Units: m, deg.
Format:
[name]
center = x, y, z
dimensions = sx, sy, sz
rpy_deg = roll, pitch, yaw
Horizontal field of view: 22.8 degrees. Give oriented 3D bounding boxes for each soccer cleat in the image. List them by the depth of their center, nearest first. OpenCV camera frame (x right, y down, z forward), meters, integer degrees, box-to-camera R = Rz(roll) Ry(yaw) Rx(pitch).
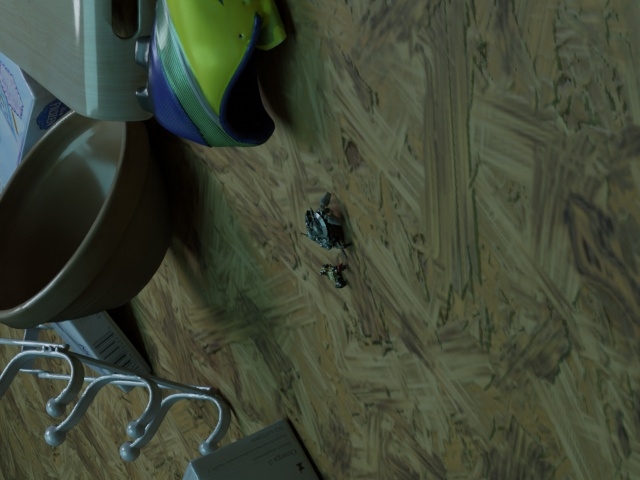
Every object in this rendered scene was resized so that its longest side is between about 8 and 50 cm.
[soccer cleat]
center = -0.073, -0.195, 1.149
dimensions = 0.121, 0.093, 0.289
rpy_deg = 19, 131, 21

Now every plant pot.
[plant pot]
center = -0.219, -0.009, 1.516
dimensions = 0.109, 0.237, 0.237
rpy_deg = 34, 175, -31

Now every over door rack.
[over door rack]
center = -0.283, 0.145, 1.618
dimensions = 0.324, 0.239, 0.108
rpy_deg = 16, 84, 39

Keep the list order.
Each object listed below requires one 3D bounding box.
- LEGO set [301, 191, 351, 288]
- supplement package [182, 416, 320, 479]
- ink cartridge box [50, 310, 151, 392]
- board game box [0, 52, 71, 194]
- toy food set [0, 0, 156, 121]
[LEGO set]
center = 0.001, 0.002, 1.213
dimensions = 0.054, 0.023, 0.083
rpy_deg = 25, 133, 58
[supplement package]
center = -0.043, 0.275, 1.462
dimensions = 0.179, 0.105, 0.105
rpy_deg = 59, 156, 18
[ink cartridge box]
center = -0.312, 0.063, 1.857
dimensions = 0.223, 0.045, 0.224
rpy_deg = 55, 164, -24
[board game box]
center = -0.369, -0.233, 1.762
dimensions = 0.319, 0.066, 0.318
rpy_deg = 63, 157, 11
[toy food set]
center = -0.224, -0.258, 1.416
dimensions = 0.306, 0.092, 0.220
rpy_deg = 36, 131, 49
